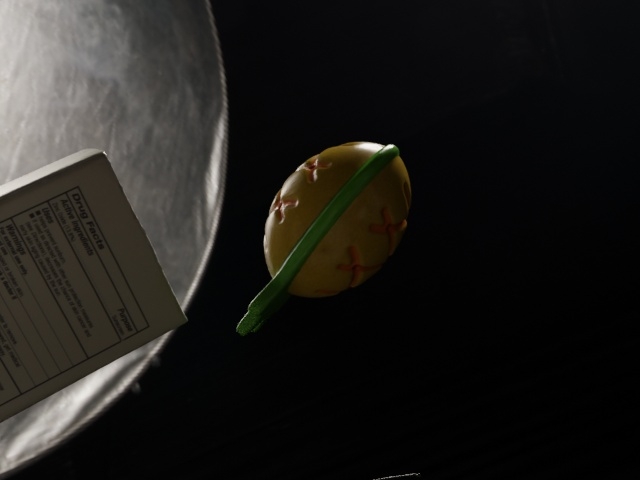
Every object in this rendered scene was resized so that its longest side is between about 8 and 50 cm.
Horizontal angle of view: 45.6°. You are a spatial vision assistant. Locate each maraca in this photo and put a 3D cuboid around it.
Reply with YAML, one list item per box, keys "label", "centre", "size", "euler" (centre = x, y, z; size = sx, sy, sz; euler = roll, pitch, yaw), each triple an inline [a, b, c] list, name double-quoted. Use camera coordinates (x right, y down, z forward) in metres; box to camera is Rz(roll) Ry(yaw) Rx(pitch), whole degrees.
- label: "maraca"
  centre: [0.000, 0.000, 0.590]
  size: [0.099, 0.186, 0.127]
  euler: [40, 1, 9]

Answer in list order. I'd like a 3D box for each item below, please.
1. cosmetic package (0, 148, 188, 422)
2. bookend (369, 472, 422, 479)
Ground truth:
- label: "cosmetic package"
  centre: [-0.274, 0.057, 0.576]
  size: [0.129, 0.296, 0.153]
  euler: [21, -45, 66]
- label: "bookend"
  centre: [0.099, 0.411, 0.989]
  size: [0.157, 0.072, 0.156]
  euler: [106, -25, -49]
